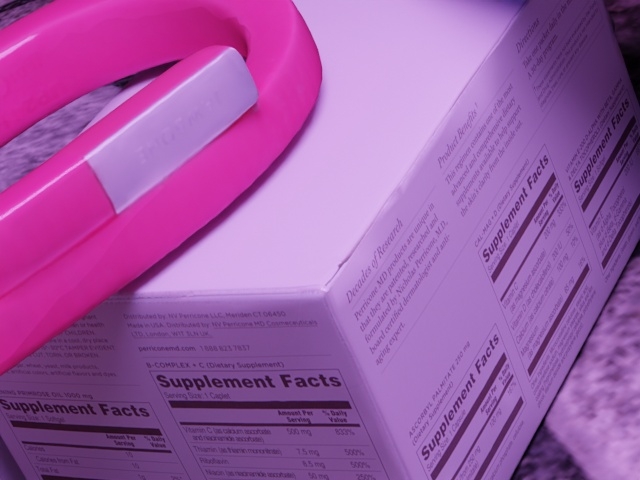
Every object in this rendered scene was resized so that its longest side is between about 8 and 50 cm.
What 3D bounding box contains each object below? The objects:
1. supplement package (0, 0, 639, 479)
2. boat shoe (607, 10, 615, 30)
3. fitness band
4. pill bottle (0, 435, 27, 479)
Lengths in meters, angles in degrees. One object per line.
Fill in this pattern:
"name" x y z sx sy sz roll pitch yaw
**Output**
"supplement package" 0.000 0.000 0.798 0.204 0.145 0.262 -3 35 35
"boat shoe" 0.076 -0.106 1.010 0.184 0.066 0.063 8 56 41
"fitness band" -0.130 -0.024 0.738 0.291 0.054 0.209 -37 27 -22
"pill bottle" -0.214 0.071 0.870 0.208 0.117 0.117 3 38 39
